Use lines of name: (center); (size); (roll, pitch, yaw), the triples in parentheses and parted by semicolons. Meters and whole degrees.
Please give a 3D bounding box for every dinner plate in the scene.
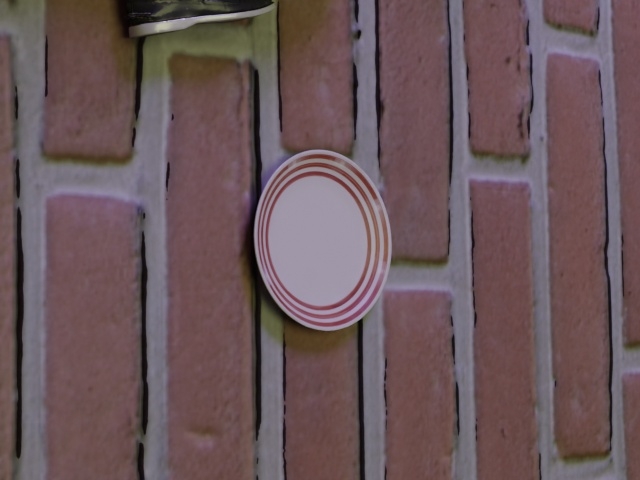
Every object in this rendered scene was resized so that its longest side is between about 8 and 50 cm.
dinner plate: (0.000, 0.000, 1.192); (0.141, 0.017, 0.141); (4, 83, -39)

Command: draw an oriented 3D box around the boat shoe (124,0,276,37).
boat shoe: (-0.088, -0.175, 1.119); (0.125, 0.046, 0.038); (-15, 100, -32)
